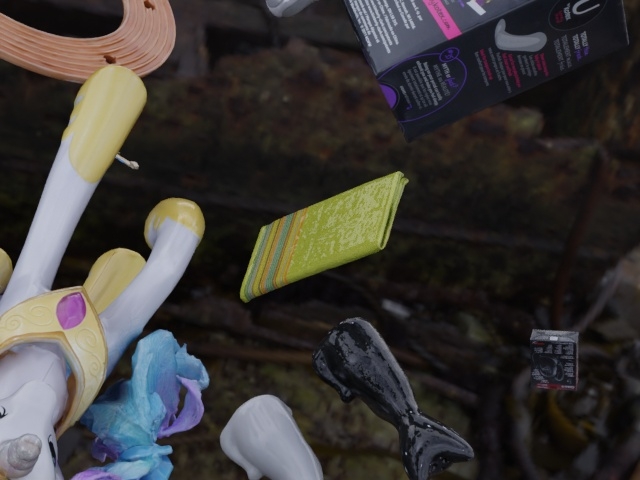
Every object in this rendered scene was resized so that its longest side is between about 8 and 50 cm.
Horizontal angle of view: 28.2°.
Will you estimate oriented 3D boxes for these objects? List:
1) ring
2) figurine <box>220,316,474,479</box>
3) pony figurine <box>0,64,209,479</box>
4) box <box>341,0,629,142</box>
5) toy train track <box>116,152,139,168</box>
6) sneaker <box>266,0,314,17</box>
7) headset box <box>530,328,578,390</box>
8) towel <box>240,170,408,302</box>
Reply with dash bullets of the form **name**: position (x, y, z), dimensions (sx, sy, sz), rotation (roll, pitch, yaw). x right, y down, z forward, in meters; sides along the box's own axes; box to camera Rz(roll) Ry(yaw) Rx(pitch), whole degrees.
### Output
- **ring**: position (-0.305, -0.275, 1.316), dimensions (0.337, 0.032, 0.336), rotation (27, 35, -20)
- **figurine**: position (0.027, 0.220, 1.349), dimensions (0.209, 0.215, 0.092), rotation (49, -3, 39)
- **pony figurine**: position (-0.205, 0.110, 0.743), dimensions (0.303, 0.351, 0.363), rotation (34, 33, -16)
- **box**: position (0.176, -0.248, 1.377), dimensions (0.165, 0.270, 0.143), rotation (54, 14, -62)
- **toy train track**: position (-0.272, -0.118, 1.694), dimensions (0.083, 0.014, 0.048), rotation (32, 15, 29)
- **sneaker**: position (0.049, -0.403, 1.878), dimensions (0.281, 0.115, 0.105), rotation (-36, 37, -8)
- **headset box**: position (0.314, 0.164, 1.707), dimensions (0.062, 0.083, 0.032), rotation (2, 26, 16)
- **towel**: position (0.000, 0.000, 1.389), dimensions (0.021, 0.237, 0.102), rotation (35, 55, -28)
